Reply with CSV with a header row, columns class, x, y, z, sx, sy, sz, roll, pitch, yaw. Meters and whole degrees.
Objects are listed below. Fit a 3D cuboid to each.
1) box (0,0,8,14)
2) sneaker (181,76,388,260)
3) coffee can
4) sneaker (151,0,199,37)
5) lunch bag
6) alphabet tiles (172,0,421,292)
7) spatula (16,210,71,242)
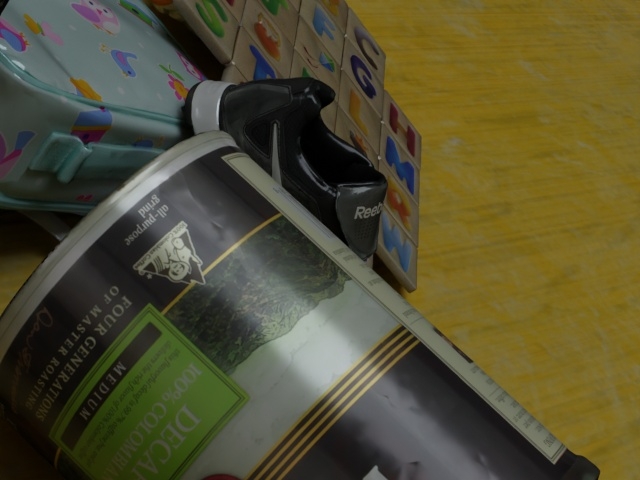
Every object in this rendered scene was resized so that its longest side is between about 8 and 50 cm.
class,x,y,z,sx,sy,sz,roll,pitch,yaw
box,-0.345,-0.157,0.824,0.343,0.312,0.179,38,33,3
sneaker,0.000,0.000,1.058,0.234,0.106,0.078,70,27,-16
coffee can,-0.019,0.105,0.903,0.275,0.201,0.201,42,33,10
sneaker,-0.067,-0.219,1.386,0.121,0.099,0.262,47,26,-22
lunch bag,-0.187,-0.109,1.053,0.224,0.108,0.279,51,20,20
alphabet tiles,-0.006,-0.123,1.261,0.285,0.011,0.342,50,24,-25
spatula,-0.176,-0.009,1.056,0.296,0.030,0.084,32,32,-6
